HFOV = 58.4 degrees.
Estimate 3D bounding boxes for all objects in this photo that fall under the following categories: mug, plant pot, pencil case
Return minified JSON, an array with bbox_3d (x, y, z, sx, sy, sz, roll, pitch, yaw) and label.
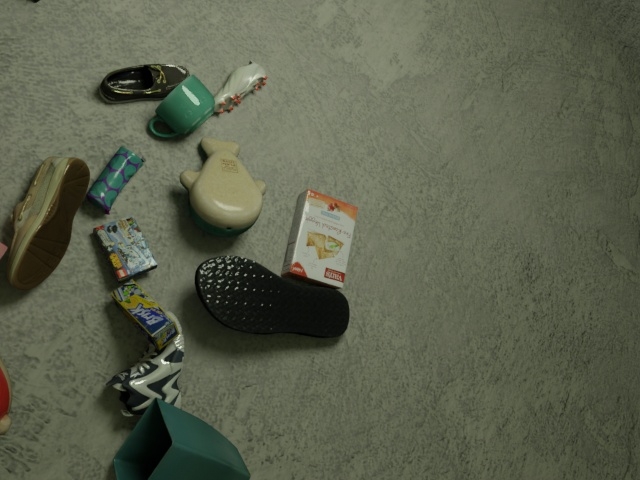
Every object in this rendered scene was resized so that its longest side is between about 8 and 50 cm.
[{"bbox_3d":[-0.328,-0.314,1.393,0.097,0.157,0.129,46,40,-14],"label":"mug"},{"bbox_3d":[-0.279,0.478,1.205,0.234,0.165,0.166,35,90,-32],"label":"plant pot"},{"bbox_3d":[-0.469,-0.140,1.310,0.152,0.064,0.070,-61,146,-22],"label":"pencil case"}]

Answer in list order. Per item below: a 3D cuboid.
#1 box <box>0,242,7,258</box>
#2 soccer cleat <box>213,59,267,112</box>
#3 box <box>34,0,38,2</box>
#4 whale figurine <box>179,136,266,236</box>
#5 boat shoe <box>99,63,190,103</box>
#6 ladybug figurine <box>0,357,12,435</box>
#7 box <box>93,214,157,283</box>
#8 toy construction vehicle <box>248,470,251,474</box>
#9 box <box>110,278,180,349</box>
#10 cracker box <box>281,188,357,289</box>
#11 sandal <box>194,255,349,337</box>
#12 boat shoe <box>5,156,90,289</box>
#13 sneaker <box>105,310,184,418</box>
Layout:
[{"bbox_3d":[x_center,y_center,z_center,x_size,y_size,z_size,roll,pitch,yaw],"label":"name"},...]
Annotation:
[{"bbox_3d":[-0.741,0.011,1.056,0.232,0.126,0.149,46,54,-39],"label":"box"},{"bbox_3d":[-0.223,-0.401,1.492,0.076,0.068,0.196,45,62,5],"label":"soccer cleat"},{"bbox_3d":[-0.642,-0.603,1.319,0.052,0.062,0.083,46,64,-13],"label":"box"},{"bbox_3d":[-0.243,-0.128,1.403,0.216,0.141,0.272,4,54,-26],"label":"whale figurine"},{"bbox_3d":[-0.415,-0.385,1.384,0.227,0.068,0.081,-23,90,-28],"label":"boat shoe"},{"bbox_3d":[-0.779,0.255,1.019,0.449,0.162,0.305,25,69,-20],"label":"ladybug figurine"},{"bbox_3d":[-0.442,0.018,1.296,0.093,0.027,0.137,-23,77,-29],"label":"box"},{"bbox_3d":[-0.192,0.562,1.295,0.035,0.085,0.098,30,67,-25],"label":"toy construction vehicle"},{"bbox_3d":[-0.382,0.160,1.245,0.168,0.054,0.059,35,57,30],"label":"box"},{"bbox_3d":[0.000,0.000,1.516,0.155,0.067,0.233,18,73,-22],"label":"cracker box"},{"bbox_3d":[-0.123,0.161,1.415,0.445,0.107,0.168,22,69,-35],"label":"sandal"},{"bbox_3d":[-0.595,-0.042,1.216,0.098,0.109,0.303,9,72,16],"label":"boat shoe"},{"bbox_3d":[-0.387,0.274,1.249,0.152,0.094,0.235,4,88,-35],"label":"sneaker"}]
